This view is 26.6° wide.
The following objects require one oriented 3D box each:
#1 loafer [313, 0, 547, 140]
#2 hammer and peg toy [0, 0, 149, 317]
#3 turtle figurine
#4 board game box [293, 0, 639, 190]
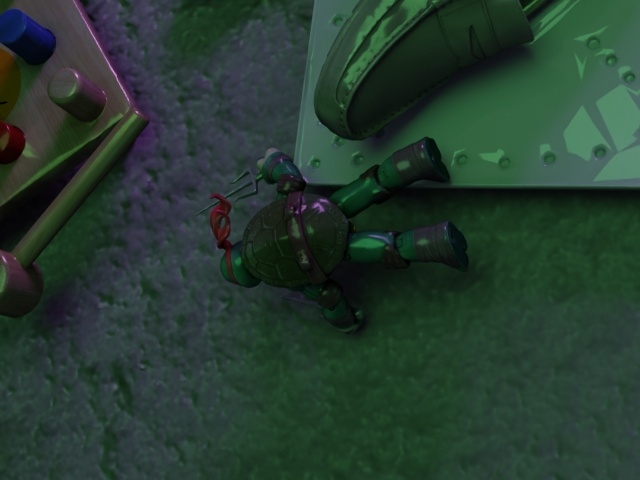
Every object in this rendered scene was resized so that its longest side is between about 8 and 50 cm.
[{"bbox_3d":[0.127,-0.198,1.122,0.319,0.112,0.111,-46,58,1],"label":"loafer"},{"bbox_3d":[-0.300,-0.108,1.322,0.266,0.127,0.361,-35,65,7],"label":"hammer and peg toy"},{"bbox_3d":[0.000,0.000,1.152,0.234,0.118,0.175,-17,95,20],"label":"turtle figurine"},{"bbox_3d":[0.184,-0.228,1.200,0.389,0.050,0.390,1,76,23],"label":"board game box"}]
